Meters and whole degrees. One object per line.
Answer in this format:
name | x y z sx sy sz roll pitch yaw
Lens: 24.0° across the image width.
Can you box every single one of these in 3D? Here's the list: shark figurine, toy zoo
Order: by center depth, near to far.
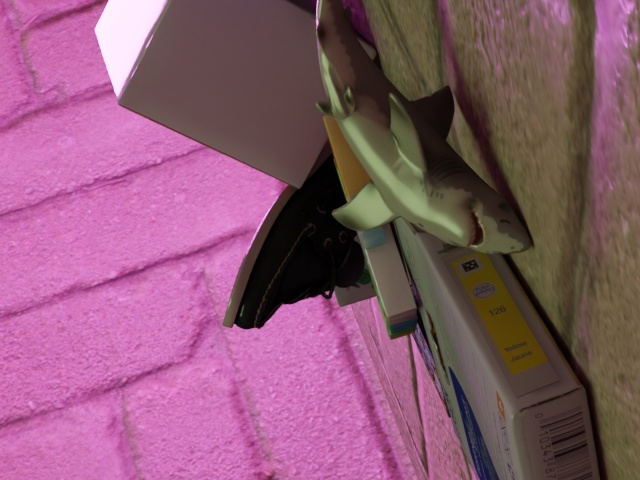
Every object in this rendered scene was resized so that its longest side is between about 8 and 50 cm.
shark figurine | 0.059 -0.116 1.123 0.166 0.116 0.278 -14 105 53
toy zoo | 0.049 -0.011 1.425 0.293 0.030 0.192 69 -176 -80

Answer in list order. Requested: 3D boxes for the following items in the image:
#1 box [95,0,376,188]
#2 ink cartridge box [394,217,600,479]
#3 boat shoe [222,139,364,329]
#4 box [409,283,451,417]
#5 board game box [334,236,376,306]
box | -0.104 -0.219 1.636 0.215 0.168 0.345 25 -167 -19
ink cartridge box | 0.156 0.145 1.242 0.307 0.072 0.303 -109 1 -54
boat shoe | -0.001 0.003 1.607 0.127 0.113 0.340 -67 -5 29
box | 0.134 0.128 1.768 0.094 0.027 0.137 73 176 -46
board game box | 0.009 -0.102 1.930 0.224 0.098 0.303 -113 6 -58
